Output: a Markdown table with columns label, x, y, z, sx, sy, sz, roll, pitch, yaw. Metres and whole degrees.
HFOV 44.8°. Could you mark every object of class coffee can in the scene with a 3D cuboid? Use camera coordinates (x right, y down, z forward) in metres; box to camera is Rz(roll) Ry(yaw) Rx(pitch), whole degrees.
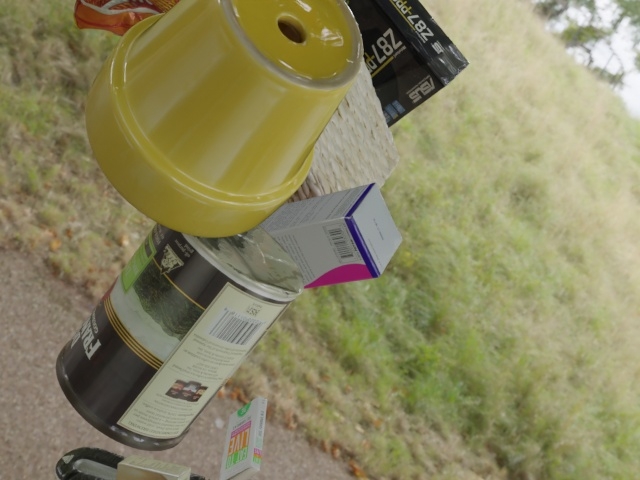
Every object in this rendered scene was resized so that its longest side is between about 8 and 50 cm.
| label | x | y | z | sx | sy | sz | roll | pitch | yaw |
| --- | --- | --- | --- | --- | --- | --- | --- | --- | --- |
| coffee can | -0.181 | 0.103 | 1.007 | 0.201 | 0.275 | 0.201 | 36 | 15 | -11 |

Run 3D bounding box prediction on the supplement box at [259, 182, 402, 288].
| label | x | y | z | sx | sy | sz | roll | pitch | yaw |
| --- | --- | --- | --- | --- | --- | --- | --- | --- | --- |
| supplement box | 0.000 | 0.000 | 1.234 | 0.111 | 0.219 | 0.114 | 63 | 37 | -22 |

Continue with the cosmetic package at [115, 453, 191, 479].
| label | x | y | z | sx | sy | sz | roll | pitch | yaw |
| --- | --- | --- | --- | --- | --- | --- | --- | --- | --- |
| cosmetic package | -0.290 | 0.409 | 1.347 | 0.115 | 0.041 | 0.060 | 9 | 3 | 13 |

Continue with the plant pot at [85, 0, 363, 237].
| label | x | y | z | sx | sy | sz | roll | pitch | yaw |
| --- | --- | --- | --- | --- | --- | --- | --- | --- | --- |
| plant pot | -0.088 | -0.162 | 0.823 | 0.253 | 0.239 | 0.254 | 17 | 58 | -29 |

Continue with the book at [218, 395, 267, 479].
| label | x | y | z | sx | sy | sz | roll | pitch | yaw |
| --- | --- | --- | --- | --- | --- | --- | --- | --- | --- |
| book | -0.138 | 0.370 | 1.427 | 0.035 | 0.096 | 0.144 | 31 | 39 | -25 |

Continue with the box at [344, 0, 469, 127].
| label | x | y | z | sx | sy | sz | roll | pitch | yaw |
| --- | --- | --- | --- | --- | --- | --- | --- | --- | --- |
| box | 0.109 | -0.417 | 1.732 | 0.318 | 0.097 | 0.395 | 48 | -23 | -7 |

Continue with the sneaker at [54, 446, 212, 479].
| label | x | y | z | sx | sy | sz | roll | pitch | yaw |
| --- | --- | --- | --- | --- | --- | --- | --- | --- | --- |
| sneaker | -0.337 | 0.606 | 1.568 | 0.447 | 0.258 | 0.169 | 20 | 21 | 6 |

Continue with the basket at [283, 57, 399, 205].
| label | x | y | z | sx | sy | sz | roll | pitch | yaw |
| --- | --- | --- | --- | --- | --- | --- | --- | --- | --- |
| basket | -0.054 | -0.185 | 1.479 | 0.266 | 0.331 | 0.328 | -2 | 36 | 32 |

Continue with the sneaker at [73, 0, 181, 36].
| label | x | y | z | sx | sy | sz | roll | pitch | yaw |
| --- | --- | --- | --- | --- | --- | --- | --- | --- | --- |
| sneaker | -0.243 | -0.302 | 1.034 | 0.175 | 0.067 | 0.064 | 0 | 66 | -36 |
